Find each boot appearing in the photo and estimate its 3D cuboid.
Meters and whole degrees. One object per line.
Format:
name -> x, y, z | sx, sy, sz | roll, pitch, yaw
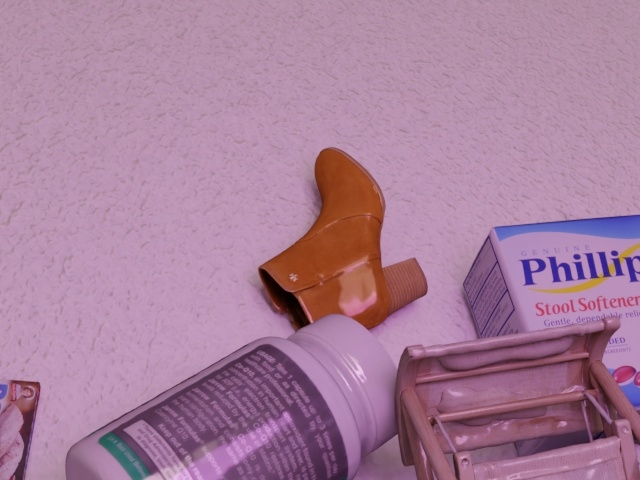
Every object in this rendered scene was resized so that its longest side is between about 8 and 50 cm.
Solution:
boot -> 0.000, 0.001, 1.416 | 0.211, 0.104, 0.295 | -18, 62, -27

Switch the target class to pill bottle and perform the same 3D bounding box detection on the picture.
pill bottle -> -0.085, 0.236, 1.133 | 0.361, 0.204, 0.204 | -28, 63, -31

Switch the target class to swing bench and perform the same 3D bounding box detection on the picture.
swing bench -> 0.232, 0.236, 1.089 | 0.253, 0.165, 0.255 | -6, 52, -11

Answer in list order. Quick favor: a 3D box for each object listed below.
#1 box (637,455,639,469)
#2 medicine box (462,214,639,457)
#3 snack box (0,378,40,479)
box -> 0.369, 0.329, 1.251 | 0.102, 0.087, 0.101 | 15, 49, -1
medicine box -> 0.371, 0.126, 1.361 | 0.263, 0.149, 0.289 | -5, 57, -14
snack box -> -0.375, 0.246, 1.168 | 0.064, 0.022, 0.178 | 5, 50, -9
